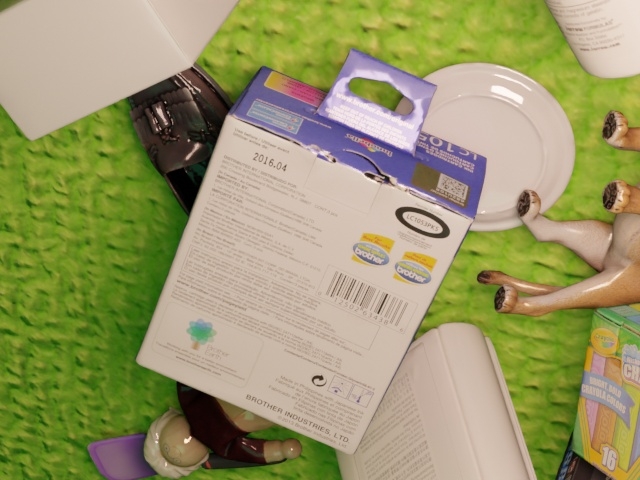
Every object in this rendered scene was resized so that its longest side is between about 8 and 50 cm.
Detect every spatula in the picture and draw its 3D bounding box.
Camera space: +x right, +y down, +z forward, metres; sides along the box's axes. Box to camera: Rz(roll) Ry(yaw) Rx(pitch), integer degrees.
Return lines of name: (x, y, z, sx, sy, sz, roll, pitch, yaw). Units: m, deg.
spatula: (-0.182, 0.304, 1.918, 0.297, 0.030, 0.084, -4, 124, 23)

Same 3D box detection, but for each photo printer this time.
photo printer: (0.137, 0.288, 1.610, 0.107, 0.307, 0.256, 11, 139, -34)

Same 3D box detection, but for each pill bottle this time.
pill bottle: (0.224, -0.258, 1.124, 0.131, 0.131, 0.229, -19, 119, 31)

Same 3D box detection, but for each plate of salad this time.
plate of salad: (0.172, -0.101, 1.470, 0.200, 0.048, 0.199, 6, 121, 11)

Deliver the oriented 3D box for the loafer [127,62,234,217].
loafer: (-0.133, -0.085, 1.567, 0.109, 0.095, 0.302, -18, 117, 32)

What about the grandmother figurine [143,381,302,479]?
grandmother figurine: (-0.113, 0.209, 1.776, 0.342, 0.104, 0.207, -39, 79, 36)

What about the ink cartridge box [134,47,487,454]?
ink cartridge box: (0.000, 0.000, 1.454, 0.270, 0.151, 0.395, 23, 122, -1)

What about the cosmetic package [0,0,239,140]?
cosmetic package: (-0.209, -0.242, 1.396, 0.224, 0.224, 0.138, -19, 116, 32)

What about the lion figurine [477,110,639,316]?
lion figurine: (0.349, -0.014, 1.413, 0.240, 0.142, 0.392, 10, 156, -21)

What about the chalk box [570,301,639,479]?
chalk box: (0.356, 0.137, 1.395, 0.132, 0.132, 0.213, -3, 109, -28)

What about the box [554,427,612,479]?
box: (0.406, 0.297, 1.513, 0.293, 0.295, 0.073, 29, 144, 0)
